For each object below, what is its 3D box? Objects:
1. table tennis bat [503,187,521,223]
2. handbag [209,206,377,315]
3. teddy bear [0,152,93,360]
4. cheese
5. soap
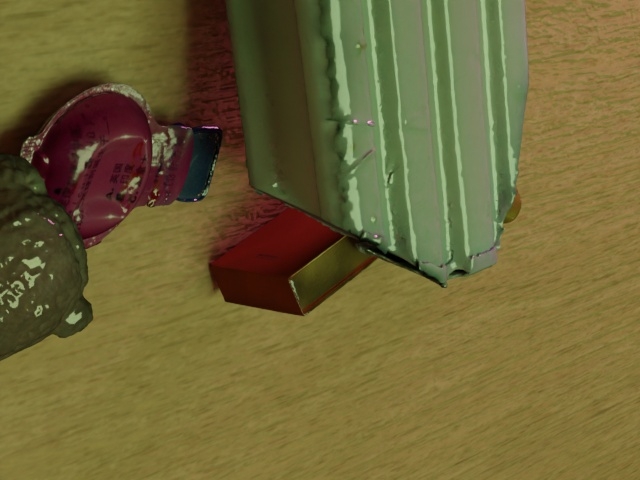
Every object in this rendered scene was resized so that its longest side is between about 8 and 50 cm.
[{"bbox_3d":[0.132,-0.065,1.812,0.321,0.050,0.198,14,103,-52],"label":"table tennis bat"},{"bbox_3d":[0.000,0.000,1.605,0.190,0.127,0.062,-36,117,-32],"label":"handbag"},{"bbox_3d":[-0.306,0.047,1.211,0.267,0.151,0.236,-22,160,-28],"label":"teddy bear"},{"bbox_3d":[-0.174,-0.065,1.392,0.244,0.062,0.155,-7,119,-52],"label":"cheese"},{"bbox_3d":[0.053,-0.180,1.424,0.261,0.156,0.446,-23,114,-40],"label":"soap"}]
